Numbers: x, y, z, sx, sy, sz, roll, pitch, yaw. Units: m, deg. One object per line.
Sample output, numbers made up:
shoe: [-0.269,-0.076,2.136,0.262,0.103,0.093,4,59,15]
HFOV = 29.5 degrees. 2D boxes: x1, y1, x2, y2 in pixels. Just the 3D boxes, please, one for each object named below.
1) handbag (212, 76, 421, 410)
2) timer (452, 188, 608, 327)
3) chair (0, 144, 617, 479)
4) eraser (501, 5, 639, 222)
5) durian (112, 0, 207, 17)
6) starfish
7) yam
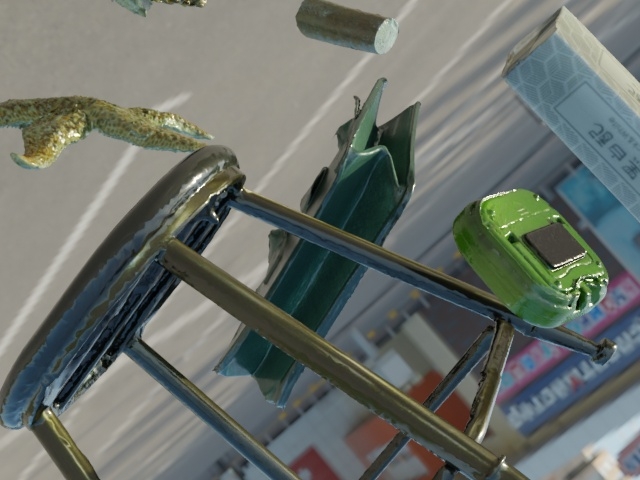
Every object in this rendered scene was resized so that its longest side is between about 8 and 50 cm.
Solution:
handbag: [-0.001,0.000,1.322,0.326,0.089,0.238,-60,-172,28]
timer: [0.183,0.012,1.042,0.140,0.128,0.047,-14,149,-52]
chair: [-0.026,0.152,1.048,0.365,0.410,0.362,-52,178,23]
eraser: [0.392,-0.099,1.476,0.098,0.404,0.096,-41,-172,33]
durian: [-0.279,-0.420,1.675,0.166,0.306,0.172,-29,-154,57]
starfish: [-0.303,-0.151,1.589,0.358,0.078,0.347,-10,-165,-43]
yam: [0.034,-0.278,1.580,0.054,0.132,0.054,-36,136,-45]
